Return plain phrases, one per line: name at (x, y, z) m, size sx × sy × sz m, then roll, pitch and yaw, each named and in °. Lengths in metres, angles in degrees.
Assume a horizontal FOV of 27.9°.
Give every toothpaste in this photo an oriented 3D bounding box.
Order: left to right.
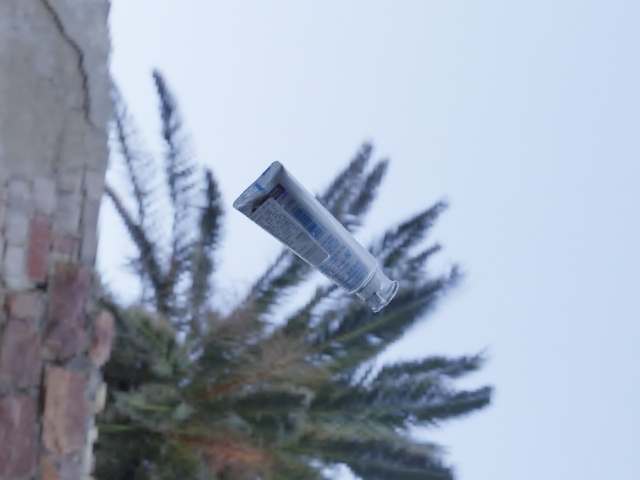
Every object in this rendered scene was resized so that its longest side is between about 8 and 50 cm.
toothpaste at (0.000, 0.000, 2.115) m, size 0.114 × 0.299 × 0.073 m, roll -43°, pitch -165°, yaw 23°
